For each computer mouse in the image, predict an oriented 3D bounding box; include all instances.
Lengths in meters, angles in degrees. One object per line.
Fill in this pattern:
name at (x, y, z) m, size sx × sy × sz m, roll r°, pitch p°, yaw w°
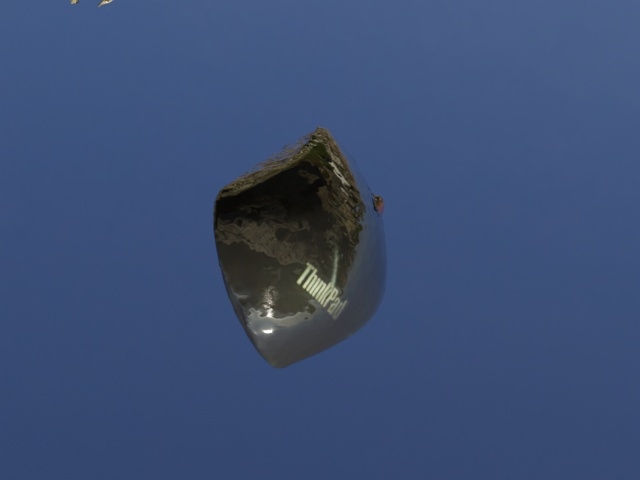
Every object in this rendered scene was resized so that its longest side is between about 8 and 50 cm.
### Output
computer mouse at (0.000, 0.000, 1.736) m, size 0.100 × 0.170 × 0.269 m, roll -12°, pitch -166°, yaw 21°

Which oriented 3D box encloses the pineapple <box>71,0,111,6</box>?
pineapple at (-0.183, -0.304, 1.696) m, size 0.221 × 0.221 × 0.047 m, roll 34°, pitch -160°, yaw 23°
